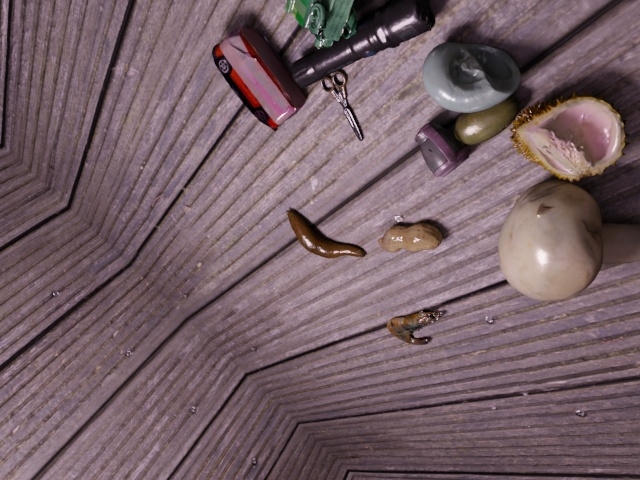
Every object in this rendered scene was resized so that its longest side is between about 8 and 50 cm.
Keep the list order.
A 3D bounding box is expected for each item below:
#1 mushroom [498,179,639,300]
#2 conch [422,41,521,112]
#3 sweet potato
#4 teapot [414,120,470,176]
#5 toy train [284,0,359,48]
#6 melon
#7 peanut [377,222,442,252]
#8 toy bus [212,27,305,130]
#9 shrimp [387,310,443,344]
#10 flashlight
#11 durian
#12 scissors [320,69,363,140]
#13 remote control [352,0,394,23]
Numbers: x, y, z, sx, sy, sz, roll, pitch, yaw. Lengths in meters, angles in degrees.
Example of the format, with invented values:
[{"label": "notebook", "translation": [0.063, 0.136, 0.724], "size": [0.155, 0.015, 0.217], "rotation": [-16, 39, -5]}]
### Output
[{"label": "mushroom", "translation": [0.639, 0.011, 1.069], "size": [0.337, 0.314, 0.314], "rotation": [4, 131, 6]}, {"label": "conch", "translation": [0.349, -0.383, 0.994], "size": [0.221, 0.184, 0.121], "rotation": [37, -178, 19]}, {"label": "sweet potato", "translation": [0.001, 0.007, 1.622], "size": [0.346, 0.079, 0.108], "rotation": [28, 125, 7]}, {"label": "teapot", "translation": [0.314, -0.248, 1.142], "size": [0.146, 0.148, 0.116], "rotation": [52, 134, 5]}, {"label": "toy train", "translation": [0.028, -0.616, 0.986], "size": [0.202, 0.120, 0.300], "rotation": [60, 146, 28]}, {"label": "melon", "translation": [0.411, -0.301, 1.054], "size": [0.162, 0.099, 0.099], "rotation": [-27, 108, 40]}, {"label": "peanut", "translation": [0.289, -0.004, 1.408], "size": [0.228, 0.085, 0.104], "rotation": [-3, 134, 38]}, {"label": "toy bus", "translation": [-0.182, -0.490, 1.282], "size": [0.147, 0.127, 0.302], "rotation": [-25, 108, 40]}, {"label": "shrimp", "translation": [0.392, 0.350, 1.673], "size": [0.169, 0.058, 0.296], "rotation": [43, 142, -15]}, {"label": "flashlight", "translation": [0.088, -0.502, 1.100], "size": [0.424, 0.103, 0.103], "rotation": [-10, 119, 41]}, {"label": "durian", "translation": [0.566, -0.244, 0.978], "size": [0.250, 0.138, 0.183], "rotation": [28, 107, -2]}, {"label": "scissors", "translation": [0.077, -0.394, 1.266], "size": [0.088, 0.017, 0.220], "rotation": [-10, 120, 39]}, {"label": "remote control", "translation": [0.105, -0.586, 1.070], "size": [0.212, 0.028, 0.059], "rotation": [-15, 115, 42]}]
